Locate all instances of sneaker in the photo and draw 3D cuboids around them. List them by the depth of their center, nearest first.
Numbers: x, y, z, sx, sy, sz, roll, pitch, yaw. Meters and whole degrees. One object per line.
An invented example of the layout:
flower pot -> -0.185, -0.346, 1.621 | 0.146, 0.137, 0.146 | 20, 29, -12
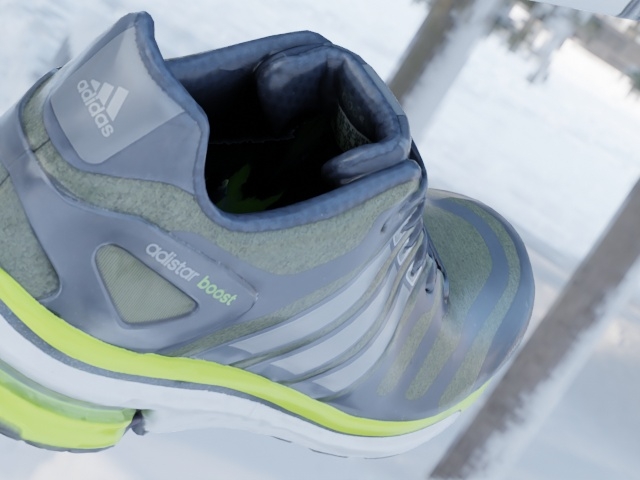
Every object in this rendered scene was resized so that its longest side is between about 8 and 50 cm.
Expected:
sneaker -> 0.000, 0.000, 0.544 | 0.300, 0.121, 0.111 | 2, 49, -56

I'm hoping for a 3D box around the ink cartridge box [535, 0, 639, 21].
ink cartridge box -> 0.150, -0.246, 0.671 | 0.395, 0.285, 0.166 | 6, 46, -28
